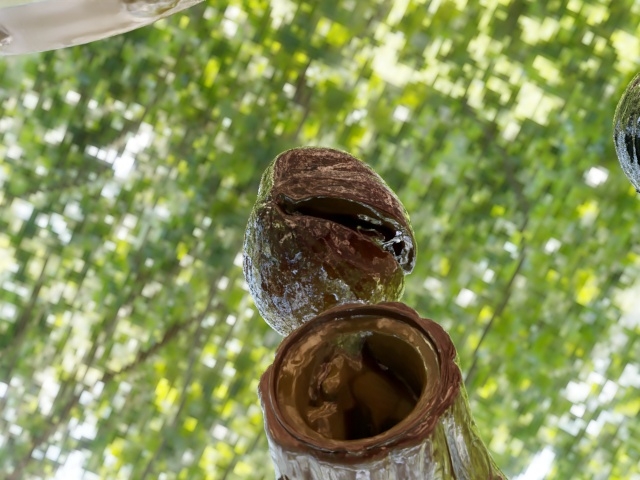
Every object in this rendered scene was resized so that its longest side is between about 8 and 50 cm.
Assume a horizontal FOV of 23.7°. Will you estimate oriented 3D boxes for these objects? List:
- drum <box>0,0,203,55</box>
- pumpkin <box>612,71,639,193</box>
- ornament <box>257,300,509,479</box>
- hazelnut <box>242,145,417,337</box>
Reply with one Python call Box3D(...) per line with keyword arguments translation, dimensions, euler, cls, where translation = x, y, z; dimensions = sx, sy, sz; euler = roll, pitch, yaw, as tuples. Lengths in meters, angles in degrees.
Box3D(translation=(-0.152, -0.310, 0.742), dimensions=(0.431, 0.431, 0.214), euler=(34, 165, 30), cls="drum")
Box3D(translation=(0.449, -0.116, 1.671), dimensions=(0.216, 0.250, 0.250), euler=(64, -170, -11), cls="pumpkin")
Box3D(translation=(0.054, 0.181, 1.352), dimensions=(0.235, 0.218, 0.221), euler=(-6, -135, 9), cls="ornament")
Box3D(translation=(0.000, 0.000, 1.795), dimensions=(0.217, 0.217, 0.251), euler=(20, -132, -19), cls="hazelnut")
